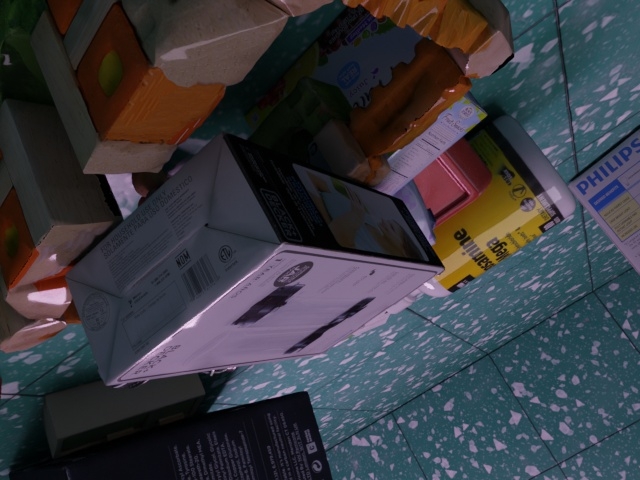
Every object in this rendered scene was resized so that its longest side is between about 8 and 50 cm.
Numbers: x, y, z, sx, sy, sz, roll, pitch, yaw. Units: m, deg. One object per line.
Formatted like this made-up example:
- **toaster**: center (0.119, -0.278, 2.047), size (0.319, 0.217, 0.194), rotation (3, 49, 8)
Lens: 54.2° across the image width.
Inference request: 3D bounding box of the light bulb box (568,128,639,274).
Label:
- **light bulb box**: center (0.795, -0.081, 1.293), size (0.358, 0.361, 0.225), rotation (-44, 152, 29)

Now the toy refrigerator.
- **toy refrigerator**: center (-0.361, 0.310, 1.159), size (0.270, 0.094, 0.102), rotation (-10, 149, -35)

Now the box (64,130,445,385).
- **box**: center (-0.030, 0.027, 0.512), size (0.169, 0.087, 0.290), rotation (-38, 158, 22)

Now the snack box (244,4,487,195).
- **snack box**: center (0.037, -0.130, 0.654), size (0.207, 0.174, 0.070), rotation (-41, 150, 25)

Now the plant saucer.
- **plant saucer**: center (0.074, -0.069, 0.832), size (0.259, 0.047, 0.258), rotation (-37, 128, 16)

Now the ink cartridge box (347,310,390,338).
- **ink cartridge box**: center (0.066, 0.104, 1.210), size (0.160, 0.092, 0.219), rotation (-19, 153, -20)

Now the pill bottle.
- **pill bottle**: center (0.213, -0.029, 1.001), size (0.334, 0.187, 0.188), rotation (-37, 153, 17)

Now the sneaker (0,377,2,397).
- **sneaker**: center (-0.508, 0.221, 0.885), size (0.093, 0.088, 0.225), rotation (5, 143, -18)

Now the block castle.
- **block castle**: center (-0.102, -0.113, 0.516), size (0.303, 0.212, 0.453), rotation (-3, 148, -50)

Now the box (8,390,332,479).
- **box**: center (-0.297, 0.518, 1.231), size (0.472, 0.297, 0.480), rotation (-9, 167, -39)

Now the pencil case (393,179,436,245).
- **pencil case**: center (0.000, 0.000, 0.753), size (0.273, 0.124, 0.113), rotation (-26, 145, 7)

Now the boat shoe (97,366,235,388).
- **boat shoe**: center (-0.155, 0.144, 0.930), size (0.335, 0.119, 0.121), rotation (-27, -173, -31)
